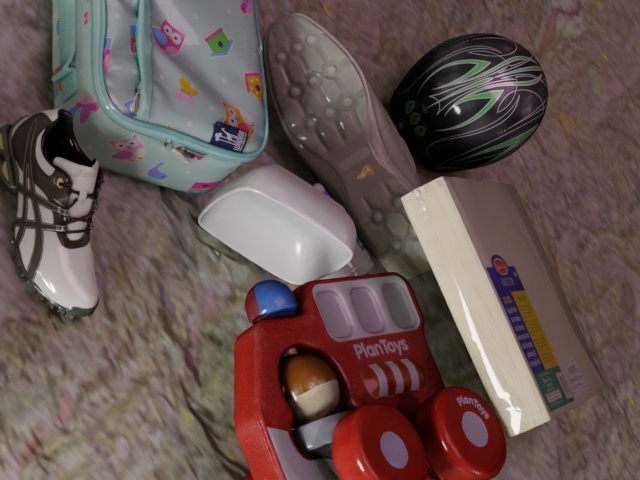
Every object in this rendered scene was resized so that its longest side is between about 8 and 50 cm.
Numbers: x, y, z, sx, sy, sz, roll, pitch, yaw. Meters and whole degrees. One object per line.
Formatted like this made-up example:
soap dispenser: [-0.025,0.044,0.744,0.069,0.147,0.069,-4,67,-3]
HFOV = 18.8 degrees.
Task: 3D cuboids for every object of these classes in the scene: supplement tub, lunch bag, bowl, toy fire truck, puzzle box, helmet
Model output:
supplement tub: [0.000,0.000,2.035,0.107,0.071,0.071,55,39,-7]
lunch bag: [-0.166,-0.192,1.941,0.224,0.108,0.279,19,55,-40]
bowl: [-0.038,-0.022,1.936,0.142,0.142,0.053,32,63,-17]
toy fire truck: [0.022,0.155,1.892,0.302,0.169,0.254,-4,67,-49]
puzzle box: [0.208,0.064,2.113,0.272,0.052,0.409,67,15,7]
helmet: [0.180,-0.164,2.256,0.169,0.161,0.169,26,50,-36]

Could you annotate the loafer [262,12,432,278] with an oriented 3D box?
loafer: [0.033,-0.102,2.119,0.319,0.112,0.111,62,1,-3]

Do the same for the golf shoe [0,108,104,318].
golf shoe: [-0.238,-0.028,1.776,0.077,0.094,0.198,-12,78,-51]
